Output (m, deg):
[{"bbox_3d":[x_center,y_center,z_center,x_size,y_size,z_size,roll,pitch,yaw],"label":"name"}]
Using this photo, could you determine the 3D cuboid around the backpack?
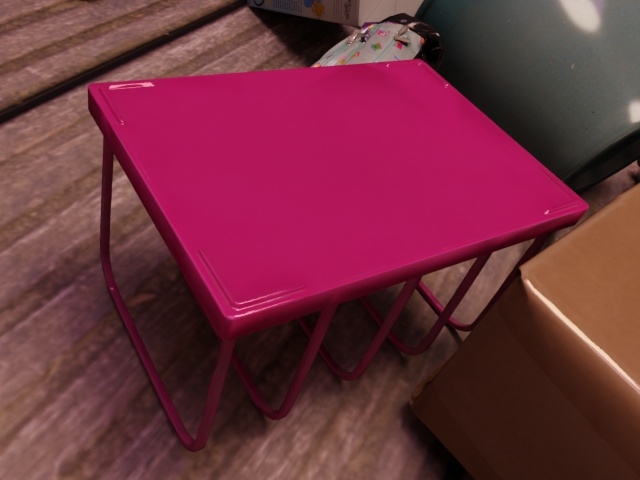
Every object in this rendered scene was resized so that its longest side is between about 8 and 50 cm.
[{"bbox_3d":[0.046,-0.155,0.693,0.115,0.152,0.182,30,56,18],"label":"backpack"}]

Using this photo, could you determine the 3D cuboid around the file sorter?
[{"bbox_3d":[0.000,0.000,0.476,0.291,0.182,0.202,-15,52,-33],"label":"file sorter"}]

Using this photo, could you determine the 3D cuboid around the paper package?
[{"bbox_3d":[0.288,0.133,0.454,0.309,0.168,0.325,-24,61,-39],"label":"paper package"}]

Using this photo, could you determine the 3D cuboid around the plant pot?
[{"bbox_3d":[0.281,-0.197,0.739,0.272,0.271,0.255,-18,70,-34],"label":"plant pot"}]

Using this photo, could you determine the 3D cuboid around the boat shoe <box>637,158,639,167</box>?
[{"bbox_3d":[0.457,-0.063,0.815,0.046,0.038,0.125,-2,47,-43],"label":"boat shoe"}]

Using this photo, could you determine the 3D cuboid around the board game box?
[{"bbox_3d":[0.029,-0.368,0.815,0.142,0.144,0.275,-13,30,-31],"label":"board game box"}]
